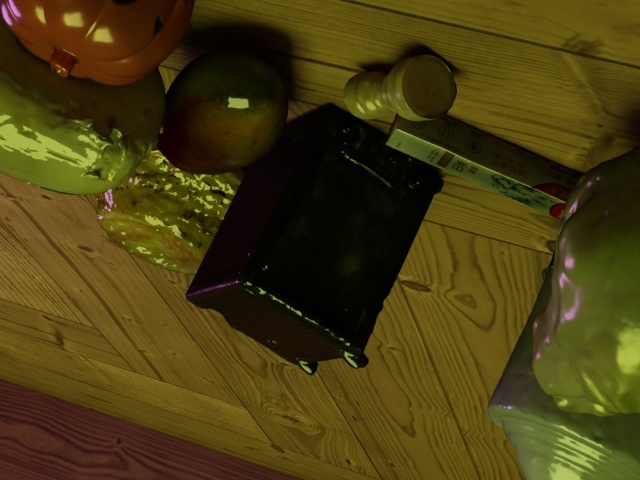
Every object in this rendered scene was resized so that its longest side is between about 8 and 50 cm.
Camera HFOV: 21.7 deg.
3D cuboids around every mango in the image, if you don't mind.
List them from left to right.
[{"bbox_3d":[-0.100,-0.139,1.795,0.133,0.111,0.267,24,160,-12],"label":"mango"}]

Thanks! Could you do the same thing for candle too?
[{"bbox_3d":[0.308,0.147,1.786,0.221,0.342,0.221,24,166,6],"label":"candle"}]

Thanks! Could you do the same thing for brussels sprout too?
[{"bbox_3d":[0.335,0.037,1.562,0.317,0.242,0.273,-22,149,7],"label":"brussels sprout"}]

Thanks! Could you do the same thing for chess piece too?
[{"bbox_3d":[0.075,-0.147,1.661,0.066,0.066,0.122,31,164,-25],"label":"chess piece"}]

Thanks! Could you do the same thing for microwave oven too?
[{"bbox_3d":[-0.002,-0.001,1.867,0.178,0.247,0.188,33,158,-22],"label":"microwave oven"}]

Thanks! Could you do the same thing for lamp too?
[{"bbox_3d":[-0.218,-0.230,1.599,0.188,0.164,0.187,21,164,6],"label":"lamp"}]

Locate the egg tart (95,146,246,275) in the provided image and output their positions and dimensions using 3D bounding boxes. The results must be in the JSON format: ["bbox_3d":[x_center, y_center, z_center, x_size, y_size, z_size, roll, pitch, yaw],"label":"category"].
[{"bbox_3d":[-0.192,-0.041,2.154,0.294,0.123,0.294,18,161,7],"label":"egg tart"}]

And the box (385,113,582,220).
[{"bbox_3d":[0.177,-0.082,1.753,0.218,0.039,0.055,23,160,-3],"label":"box"}]

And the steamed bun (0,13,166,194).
[{"bbox_3d":[-0.287,-0.142,1.752,0.232,0.273,0.166,27,117,-20],"label":"steamed bun"}]
